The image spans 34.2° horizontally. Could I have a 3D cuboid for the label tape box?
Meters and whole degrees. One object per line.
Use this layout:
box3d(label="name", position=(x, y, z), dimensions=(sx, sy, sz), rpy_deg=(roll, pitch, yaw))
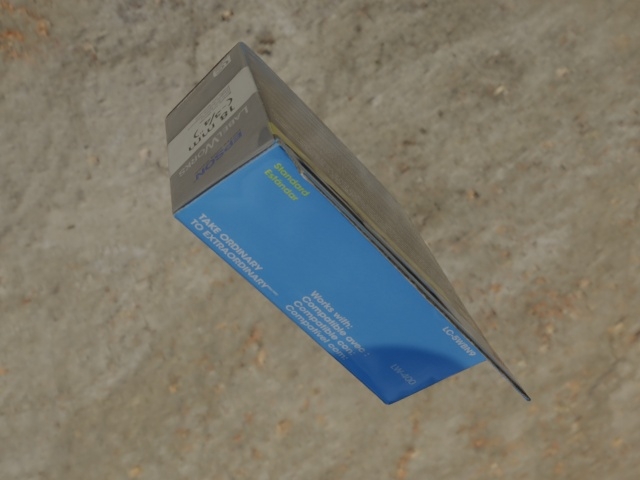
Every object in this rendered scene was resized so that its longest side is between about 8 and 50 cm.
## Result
box3d(label="label tape box", position=(0.000, 0.000, 0.805), dimensions=(0.106, 0.334, 0.240), rpy_deg=(-42, 114, 9))
